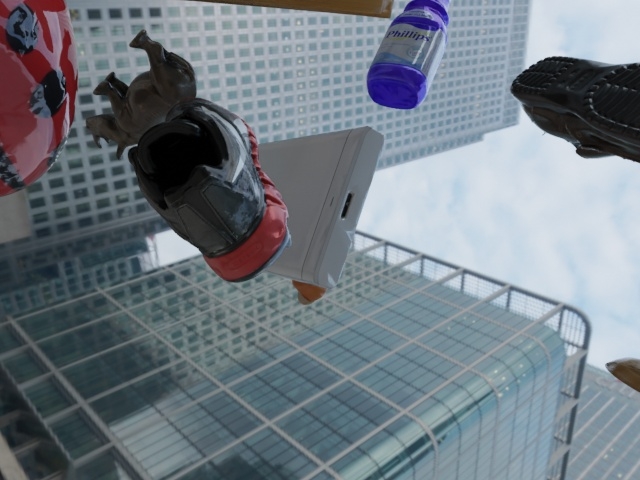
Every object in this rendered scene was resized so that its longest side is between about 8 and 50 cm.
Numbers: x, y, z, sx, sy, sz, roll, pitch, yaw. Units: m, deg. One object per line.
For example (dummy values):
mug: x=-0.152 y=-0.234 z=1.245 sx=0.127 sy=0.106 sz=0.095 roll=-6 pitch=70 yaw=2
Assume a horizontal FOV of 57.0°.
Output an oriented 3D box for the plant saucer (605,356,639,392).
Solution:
plant saucer: x=0.300 y=0.127 z=0.528 sx=0.083 sy=0.015 sz=0.083 roll=32 pitch=-9 yaw=6

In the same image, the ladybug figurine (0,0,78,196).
ladybug figurine: x=-0.369 y=-0.170 z=0.544 sx=0.162 sy=0.305 sz=0.449 roll=49 pitch=-13 yaw=18

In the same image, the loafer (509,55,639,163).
loafer: x=0.439 y=-0.187 z=0.883 sx=0.130 sy=0.134 sz=0.366 roll=50 pitch=5 yaw=-30

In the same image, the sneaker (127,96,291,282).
sneaker: x=-0.119 y=-0.085 z=0.572 sx=0.135 sy=0.098 sz=0.276 roll=46 pitch=11 yaw=-42

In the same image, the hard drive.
hard drive: x=-0.050 y=-0.058 z=0.959 sx=0.353 sy=0.047 sz=0.232 roll=7 pitch=-103 yaw=59

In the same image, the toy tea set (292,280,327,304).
toy tea set: x=0.000 y=0.000 z=1.432 sx=0.200 sy=0.124 sz=0.335 roll=5 pitch=-115 yaw=41

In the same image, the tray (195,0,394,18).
tray: x=-0.086 y=-0.436 z=0.874 sx=0.203 sy=0.412 sz=0.076 roll=93 pitch=3 yaw=-73

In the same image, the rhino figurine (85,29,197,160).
rhino figurine: x=-0.262 y=-0.190 z=0.832 sx=0.106 sy=0.073 sz=0.243 roll=40 pitch=-48 yaw=-21

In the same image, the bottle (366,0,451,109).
bottle: x=0.183 y=-0.383 z=1.139 sx=0.118 sy=0.282 sz=0.092 roll=15 pitch=-26 yaw=21
